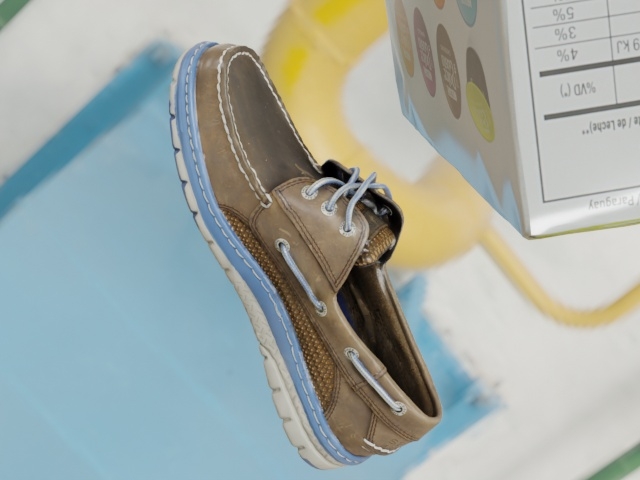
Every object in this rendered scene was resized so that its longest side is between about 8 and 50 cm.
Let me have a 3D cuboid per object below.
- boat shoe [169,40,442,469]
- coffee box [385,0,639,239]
[{"bbox_3d":[0.000,0.000,0.803,0.066,0.066,0.183,-40,110,-58],"label":"boat shoe"},{"bbox_3d":[0.212,-0.217,1.051,0.337,0.338,0.334,-119,-160,-73],"label":"coffee box"}]
